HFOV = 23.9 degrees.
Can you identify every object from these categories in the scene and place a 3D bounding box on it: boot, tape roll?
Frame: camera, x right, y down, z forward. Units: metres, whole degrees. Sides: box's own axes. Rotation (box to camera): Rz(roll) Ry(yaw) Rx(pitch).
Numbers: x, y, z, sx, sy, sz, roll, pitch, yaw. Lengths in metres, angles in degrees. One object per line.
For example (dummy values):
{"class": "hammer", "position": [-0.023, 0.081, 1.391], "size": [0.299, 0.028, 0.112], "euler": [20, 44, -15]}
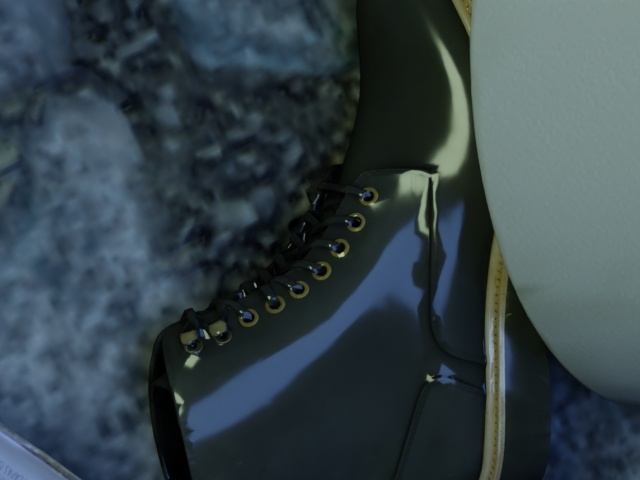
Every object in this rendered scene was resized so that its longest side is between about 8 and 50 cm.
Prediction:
{"class": "boot", "position": [0.000, 0.000, 0.504], "size": [0.137, 0.077, 0.197], "euler": [-9, 90, -21]}
{"class": "tape roll", "position": [0.185, -0.059, 0.496], "size": [0.246, 0.169, 0.246], "euler": [0, 89, -50]}

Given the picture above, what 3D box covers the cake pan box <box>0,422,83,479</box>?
{"class": "cake pan box", "position": [-0.156, 0.156, 0.417], "size": [0.267, 0.070, 0.245], "euler": [39, 71, -19]}
